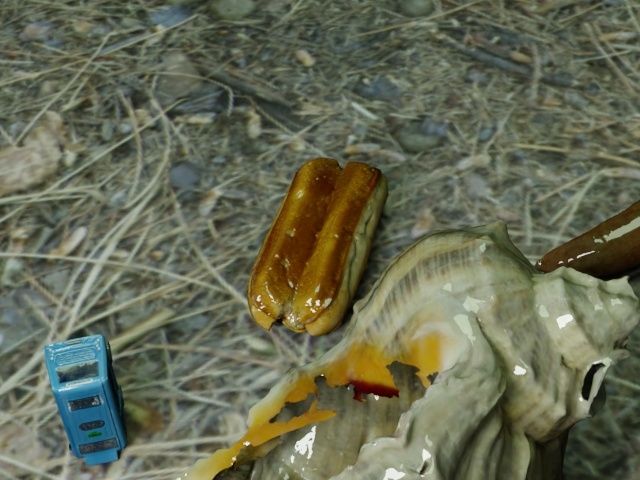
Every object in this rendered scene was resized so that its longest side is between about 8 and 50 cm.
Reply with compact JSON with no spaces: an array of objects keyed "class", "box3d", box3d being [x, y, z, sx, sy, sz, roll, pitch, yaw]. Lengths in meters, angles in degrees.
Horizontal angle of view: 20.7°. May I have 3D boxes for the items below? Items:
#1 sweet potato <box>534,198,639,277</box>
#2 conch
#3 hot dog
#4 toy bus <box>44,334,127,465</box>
[{"class":"sweet potato","box3d":[0.256,-0.041,1.168,0.255,0.058,0.078,-35,29,-26]},{"class":"conch","box3d":[0.053,0.118,0.934,0.291,0.159,0.210,-40,21,23]},{"class":"hot dog","box3d":[0.000,0.000,1.171,0.071,0.045,0.165,3,40,17]},{"class":"toy bus","box3d":[-0.139,0.096,1.049,0.038,0.083,0.046,-11,50,-4]}]
